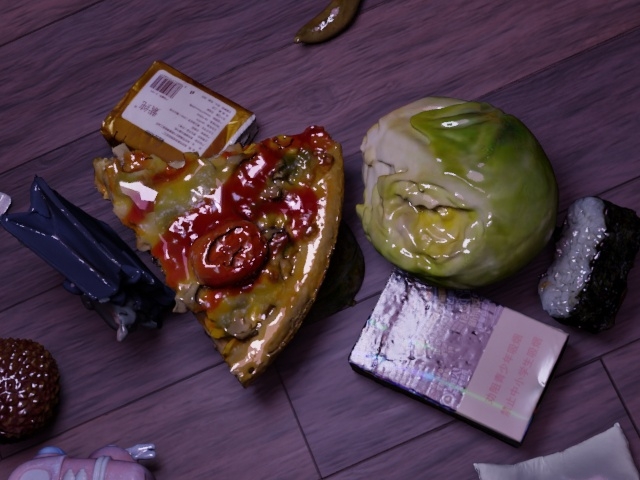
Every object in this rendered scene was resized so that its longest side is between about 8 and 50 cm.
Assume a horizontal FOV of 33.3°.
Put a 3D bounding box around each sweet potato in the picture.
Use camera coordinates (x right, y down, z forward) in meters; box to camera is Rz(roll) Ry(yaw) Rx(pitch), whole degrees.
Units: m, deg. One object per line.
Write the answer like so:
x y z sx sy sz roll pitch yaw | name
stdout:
0.044 -0.438 1.961 0.069 0.059 0.249 29 76 27 | sweet potato

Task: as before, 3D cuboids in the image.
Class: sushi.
0.434 0.040 1.731 0.115 0.147 0.212 20 84 -30 | sushi

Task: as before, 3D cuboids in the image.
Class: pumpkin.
0.000 -0.004 1.821 0.163 0.111 0.278 10 75 6 | pumpkin

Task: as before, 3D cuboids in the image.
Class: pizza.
-0.177 -0.022 1.688 0.406 0.130 0.439 21 78 -10 | pizza

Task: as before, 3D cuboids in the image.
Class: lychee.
-0.524 0.248 1.794 0.188 0.188 0.188 -2 74 8 | lychee

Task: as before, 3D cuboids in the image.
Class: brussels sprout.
0.218 -0.084 1.711 0.344 0.268 0.344 6 52 -8 | brussels sprout

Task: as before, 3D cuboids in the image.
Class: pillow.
0.373 0.383 1.675 0.254 0.078 0.144 -17 63 3 | pillow

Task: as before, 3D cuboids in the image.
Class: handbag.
-0.357 0.049 1.741 0.269 0.325 0.118 41 88 17 | handbag

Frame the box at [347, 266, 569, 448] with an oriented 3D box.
0.224 0.183 1.747 0.310 0.084 0.198 24 80 14 | box

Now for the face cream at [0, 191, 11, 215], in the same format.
-0.733 -0.091 1.970 0.314 0.089 0.143 29 81 4 | face cream

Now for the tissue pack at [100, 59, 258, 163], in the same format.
-0.249 -0.197 1.904 0.226 0.092 0.183 31 72 15 | tissue pack

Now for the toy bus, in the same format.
-0.389 0.443 1.716 0.294 0.197 0.231 -4 64 8 | toy bus
